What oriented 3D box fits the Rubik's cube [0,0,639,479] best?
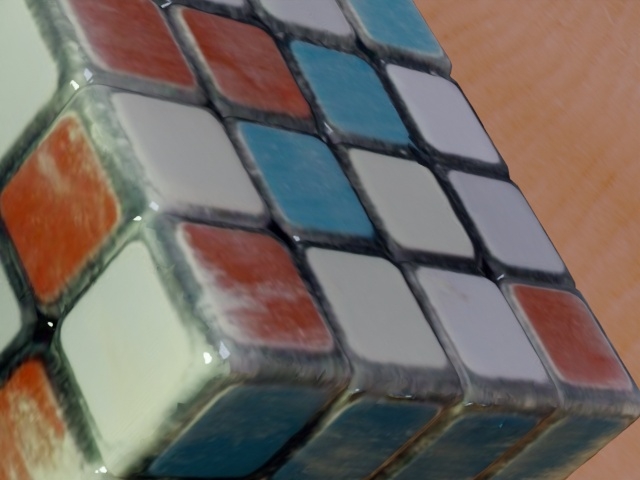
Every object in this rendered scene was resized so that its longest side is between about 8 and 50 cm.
[{"bbox_3d":[-0.073,0.035,0.761,0.259,0.256,0.253,11,43,-45],"label":"Rubik's cube"}]
